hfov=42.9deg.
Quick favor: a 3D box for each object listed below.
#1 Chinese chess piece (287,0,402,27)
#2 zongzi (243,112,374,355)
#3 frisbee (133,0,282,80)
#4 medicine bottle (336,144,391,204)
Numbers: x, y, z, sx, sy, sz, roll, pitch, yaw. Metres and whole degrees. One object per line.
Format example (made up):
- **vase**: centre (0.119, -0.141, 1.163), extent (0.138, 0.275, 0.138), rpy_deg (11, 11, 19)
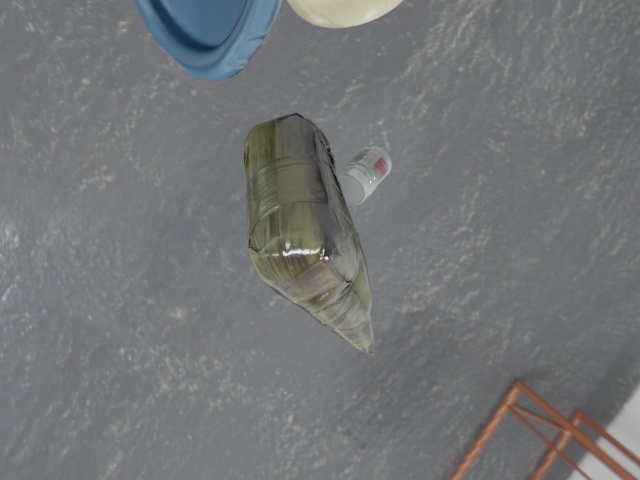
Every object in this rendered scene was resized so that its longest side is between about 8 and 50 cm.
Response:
- **Chinese chess piece**: centre (0.054, -0.517, 1.529), extent (0.273, 0.273, 0.102), rpy_deg (-36, 141, -7)
- **zongzi**: centre (0.000, 0.000, 1.163), extent (0.138, 0.286, 0.300), rpy_deg (-22, 137, 16)
- **frisbee**: centre (-0.073, -0.243, 0.487), extent (0.049, 0.289, 0.290), rpy_deg (-15, 114, -27)
- **medicine bottle**: centre (0.065, -0.101, 1.259), extent (0.091, 0.058, 0.058), rpy_deg (-49, 127, -41)
